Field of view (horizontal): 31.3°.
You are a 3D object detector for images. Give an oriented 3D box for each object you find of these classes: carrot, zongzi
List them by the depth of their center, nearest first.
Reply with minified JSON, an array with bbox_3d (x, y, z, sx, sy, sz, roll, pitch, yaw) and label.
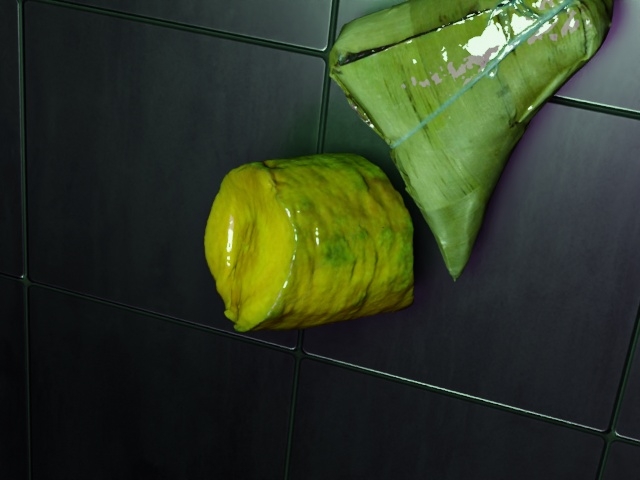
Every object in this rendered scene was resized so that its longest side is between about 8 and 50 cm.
[{"bbox_3d":[0.244,-0.159,1.486,0.356,0.174,0.393,-19,108,29],"label":"zongzi"},{"bbox_3d":[0.000,0.000,1.585,0.241,0.341,0.241,9,103,47],"label":"carrot"}]
